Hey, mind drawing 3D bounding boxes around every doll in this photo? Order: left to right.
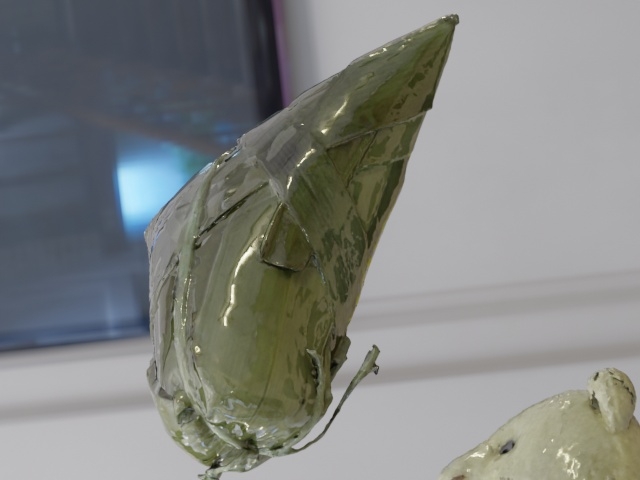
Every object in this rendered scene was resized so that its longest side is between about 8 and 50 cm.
[{"bbox_3d":[0.142,0.192,1.266,0.278,0.149,0.175,108,165,-72],"label":"doll"}]

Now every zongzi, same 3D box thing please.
[{"bbox_3d":[0.000,0.000,0.496,0.055,0.119,0.109,36,-154,-27],"label":"zongzi"}]
